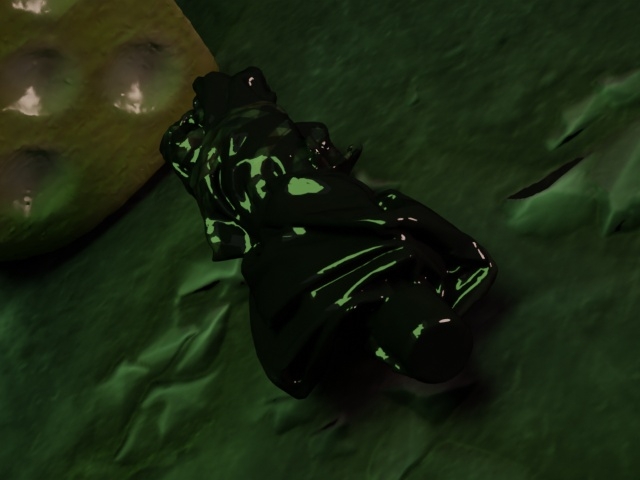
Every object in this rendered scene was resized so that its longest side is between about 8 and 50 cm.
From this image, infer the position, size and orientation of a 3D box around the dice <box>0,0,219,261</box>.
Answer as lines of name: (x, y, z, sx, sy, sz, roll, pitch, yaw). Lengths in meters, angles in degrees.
dice: (-0.229, -0.141, 1.197, 0.227, 0.233, 0.238, -43, 37, -1)

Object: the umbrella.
umbrella: (-0.001, 0.000, 0.973, 0.122, 0.110, 0.272, -13, 33, -22)
